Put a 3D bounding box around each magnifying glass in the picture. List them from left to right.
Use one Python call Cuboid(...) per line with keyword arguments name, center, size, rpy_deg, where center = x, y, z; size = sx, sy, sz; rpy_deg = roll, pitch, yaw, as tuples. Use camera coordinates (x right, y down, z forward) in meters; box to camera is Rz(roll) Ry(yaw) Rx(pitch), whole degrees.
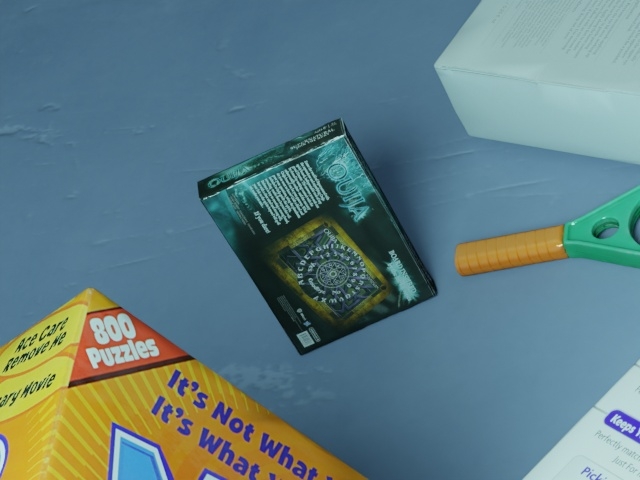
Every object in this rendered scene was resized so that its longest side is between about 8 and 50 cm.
Cuboid(name="magnifying glass", center=(0.217, -0.005, 1.569), size=(0.231, 0.026, 0.092), rpy_deg=(-12, 43, 23))

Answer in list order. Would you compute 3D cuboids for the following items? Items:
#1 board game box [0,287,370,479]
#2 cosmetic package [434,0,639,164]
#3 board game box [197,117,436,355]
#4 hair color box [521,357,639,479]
Cuboid(name="board game box", center=(-0.138, 0.320, 1.111), size=(0.356, 0.356, 0.356), rpy_deg=(-32, 33, 34))
Cuboid(name="cosmetic package", center=(0.315, -0.228, 1.684), size=(0.284, 0.097, 0.377), rpy_deg=(12, 55, 42))
Cuboid(name="board game box", center=(0.000, 0.000, 1.573), size=(0.126, 0.186, 0.026), rpy_deg=(-24, 38, 9))
Cuboid(name="hair color box", center=(0.241, 0.184, 1.289), size=(0.339, 0.110, 0.185), rpy_deg=(-44, 39, -13))
